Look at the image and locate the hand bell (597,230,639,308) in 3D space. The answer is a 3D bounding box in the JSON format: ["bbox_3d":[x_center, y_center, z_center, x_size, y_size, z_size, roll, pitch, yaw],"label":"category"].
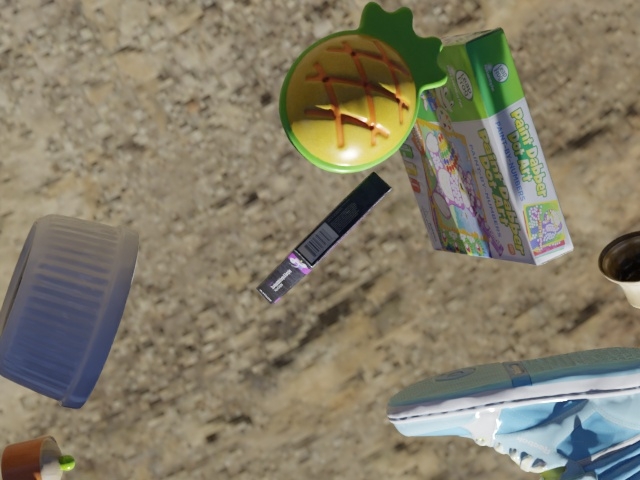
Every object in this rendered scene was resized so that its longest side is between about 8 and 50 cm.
[{"bbox_3d":[0.519,0.116,2.255,0.126,0.126,0.242,-25,123,-6],"label":"hand bell"}]

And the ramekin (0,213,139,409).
[{"bbox_3d":[-0.281,0.070,1.563,0.109,0.207,0.207,18,126,-15],"label":"ramekin"}]

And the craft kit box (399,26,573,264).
[{"bbox_3d":[0.161,-0.102,1.603,0.061,0.247,0.249,-24,101,-22],"label":"craft kit box"}]

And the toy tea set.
[{"bbox_3d":[-0.316,0.407,1.816,0.124,0.200,0.336,-5,119,7],"label":"toy tea set"}]

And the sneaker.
[{"bbox_3d":[0.246,0.250,1.712,0.319,0.208,0.127,-9,-172,9],"label":"sneaker"}]

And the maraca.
[{"bbox_3d":[0.041,-0.144,1.360,0.185,0.127,0.099,-47,-172,-20],"label":"maraca"}]

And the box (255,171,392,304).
[{"bbox_3d":[0.000,0.000,1.415,0.116,0.029,0.162,-45,179,-22],"label":"box"}]
